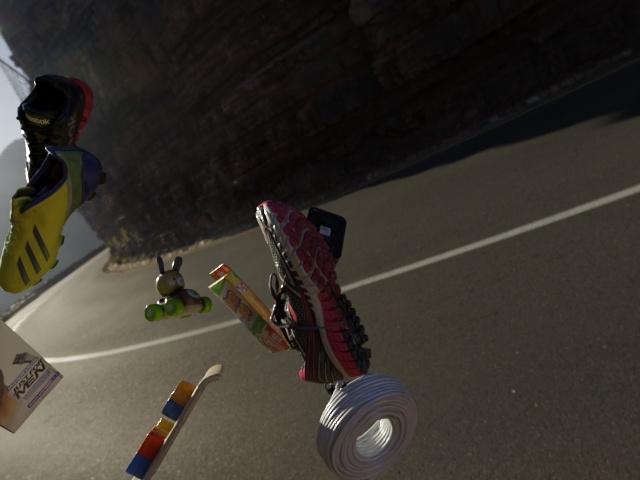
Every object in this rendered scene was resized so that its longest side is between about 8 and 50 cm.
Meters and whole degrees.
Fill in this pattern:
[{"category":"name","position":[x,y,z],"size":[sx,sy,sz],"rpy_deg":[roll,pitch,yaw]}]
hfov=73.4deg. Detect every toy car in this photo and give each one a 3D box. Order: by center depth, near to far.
[{"category":"toy car","position":[-0.431,0.135,1.278],"size":[0.148,0.189,0.155],"rpy_deg":[-17,-11,22]}]

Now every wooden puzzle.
[{"category":"wooden puzzle","position":[-0.392,0.477,1.137],"size":[0.348,0.080,0.322],"rpy_deg":[-56,2,-16]}]

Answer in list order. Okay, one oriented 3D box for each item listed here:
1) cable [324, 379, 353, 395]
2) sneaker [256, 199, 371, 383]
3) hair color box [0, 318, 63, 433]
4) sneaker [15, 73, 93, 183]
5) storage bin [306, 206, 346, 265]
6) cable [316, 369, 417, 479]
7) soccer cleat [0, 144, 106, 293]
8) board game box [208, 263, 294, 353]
[{"category":"cable","position":[0.108,0.416,1.146],"size":[0.184,0.150,0.047],"rpy_deg":[-17,39,42]},{"category":"sneaker","position":[-0.031,0.081,0.650],"size":[0.111,0.299,0.121],"rpy_deg":[-22,1,20]},{"category":"hair color box","position":[-0.863,0.345,1.131],"size":[0.110,0.339,0.185],"rpy_deg":[14,50,20]},{"category":"sneaker","position":[-0.525,-0.192,0.829],"size":[0.135,0.097,0.276],"rpy_deg":[-147,69,-85]},{"category":"storage bin","position":[0.000,0.000,1.265],"size":[0.084,0.121,0.180],"rpy_deg":[115,171,-45]},{"category":"cable","position":[0.114,0.434,1.000],"size":[0.257,0.257,0.089],"rpy_deg":[-63,33,6]},{"category":"soccer cleat","position":[-0.483,-0.037,0.723],"size":[0.289,0.093,0.121],"rpy_deg":[-55,-17,6]},{"category":"board game box","position":[-0.172,0.170,1.042],"size":[0.039,0.259,0.124],"rpy_deg":[-44,8,-34]}]
